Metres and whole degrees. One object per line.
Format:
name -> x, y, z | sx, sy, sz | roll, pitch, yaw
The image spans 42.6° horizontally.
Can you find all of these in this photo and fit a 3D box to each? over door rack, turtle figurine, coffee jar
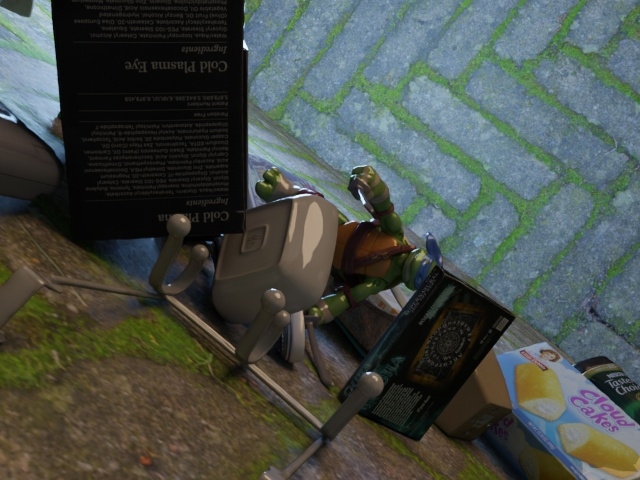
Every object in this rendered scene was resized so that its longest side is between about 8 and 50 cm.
over door rack -> -0.076, 0.088, 0.670 | 0.239, 0.108, 0.324 | 38, 10, 10
turtle figurine -> 0.000, 0.000, 1.037 | 0.266, 0.198, 0.274 | 19, 33, 35
coffee jar -> 0.437, 0.244, 1.188 | 0.096, 0.079, 0.184 | -9, 31, -27

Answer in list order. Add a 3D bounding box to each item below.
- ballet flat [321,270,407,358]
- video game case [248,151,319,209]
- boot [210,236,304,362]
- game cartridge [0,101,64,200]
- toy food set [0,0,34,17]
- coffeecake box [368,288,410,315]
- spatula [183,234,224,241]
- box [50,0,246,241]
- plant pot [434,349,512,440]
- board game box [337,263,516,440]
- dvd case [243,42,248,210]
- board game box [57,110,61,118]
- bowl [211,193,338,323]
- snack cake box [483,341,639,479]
ballet flat -> 0.041, 0.065, 1.182 | 0.316, 0.106, 0.107 | 43, 8, 32
video game case -> -0.057, -0.060, 1.383 | 0.183, 0.023, 0.201 | 25, 30, -34
boot -> -0.075, 0.066, 0.942 | 0.086, 0.069, 0.190 | -1, 39, -16
game cartridge -> -0.371, -0.150, 0.710 | 0.294, 0.060, 0.196 | 41, 6, 5
toy food set -> -0.609, -0.419, 1.267 | 0.219, 0.092, 0.306 | 26, 8, 2
coffeecake box -> 0.095, 0.108, 1.279 | 0.142, 0.068, 0.185 | 28, 13, -47
spatula -> -0.135, -0.015, 1.132 | 0.084, 0.030, 0.296 | 9, 6, 18
box -> -0.191, -0.204, 0.912 | 0.178, 0.313, 0.343 | -4, 22, -12
plant pot -> 0.190, 0.204, 1.095 | 0.109, 0.109, 0.096 | 26, 28, -48
board game box -> 0.120, 0.130, 0.924 | 0.126, 0.186, 0.026 | 31, 9, -32
dvd case -> -0.113, -0.144, 1.073 | 0.029, 0.239, 0.179 | -2, 22, -9
board game box -> -0.262, -0.168, 1.321 | 0.242, 0.064, 0.316 | 36, 10, -8
bowl -> -0.055, 0.012, 0.874 | 0.053, 0.142, 0.142 | 46, 42, -41
snack cake box -> 0.330, 0.263, 1.129 | 0.152, 0.089, 0.264 | -12, 36, -25
